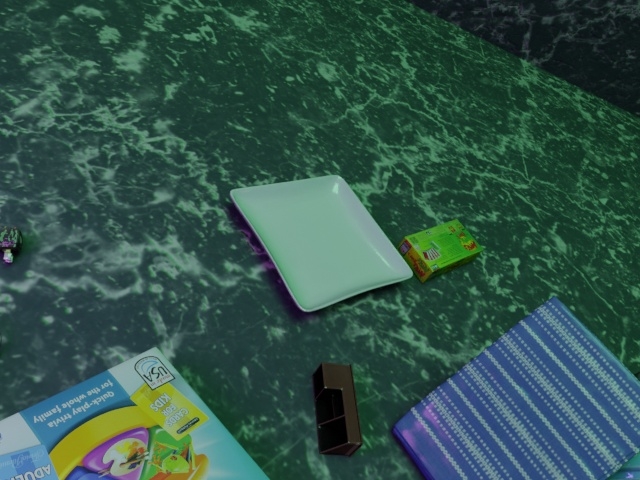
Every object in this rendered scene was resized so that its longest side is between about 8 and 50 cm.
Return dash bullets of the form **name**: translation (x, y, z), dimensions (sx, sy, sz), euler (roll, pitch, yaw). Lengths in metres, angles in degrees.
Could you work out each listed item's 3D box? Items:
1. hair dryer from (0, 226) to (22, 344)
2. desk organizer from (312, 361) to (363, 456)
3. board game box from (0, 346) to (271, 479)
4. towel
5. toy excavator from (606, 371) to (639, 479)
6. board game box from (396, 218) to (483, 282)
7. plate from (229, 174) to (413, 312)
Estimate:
- **hair dryer**: translation (-0.537, 0.034, 0.721), dimensions (0.293, 0.080, 0.224), euler (12, 47, -21)
- **desk organizer**: translation (0.023, 0.251, 0.877), dimensions (0.050, 0.047, 0.130), euler (10, 46, -19)
- **board game box**: translation (-0.190, 0.300, 0.634), dimensions (0.336, 0.079, 0.254), euler (41, 38, 21)
- **towel**: translation (0.306, 0.277, 0.874), dimensions (0.336, 0.040, 0.243), euler (-38, 68, -1)
- **toy excavator**: translation (0.594, 0.479, 0.914), dimensions (0.433, 0.222, 0.445), euler (17, 57, -14)
- **board game box**: translation (0.252, 0.019, 1.231), dimensions (0.181, 0.043, 0.092), euler (-18, 62, -40)
- **plate**: translation (0.000, 0.000, 1.098), dimensions (0.278, 0.045, 0.277), euler (-14, 58, -38)
